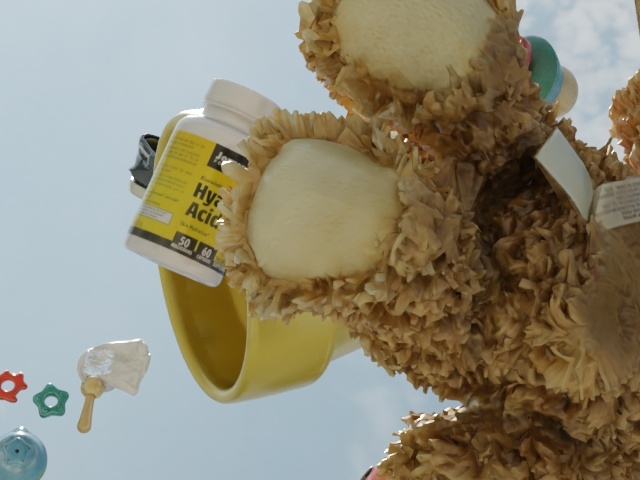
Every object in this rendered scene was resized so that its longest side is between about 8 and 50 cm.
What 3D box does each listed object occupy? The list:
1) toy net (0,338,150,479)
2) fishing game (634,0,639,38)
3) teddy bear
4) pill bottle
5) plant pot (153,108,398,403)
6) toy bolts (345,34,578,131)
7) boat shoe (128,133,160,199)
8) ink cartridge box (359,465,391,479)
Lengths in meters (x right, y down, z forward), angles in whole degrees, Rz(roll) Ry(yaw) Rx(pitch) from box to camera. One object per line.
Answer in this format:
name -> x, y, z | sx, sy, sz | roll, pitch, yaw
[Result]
toy net -> -0.309, 0.185, 1.495 | 0.122, 0.232, 0.045 | 47, -25, 13
fishing game -> 0.364, -0.313, 1.251 | 0.041, 0.264, 0.189 | 21, -21, 31
teddy bear -> 0.100, 0.021, 0.541 | 0.113, 0.338, 0.245 | -18, -119, 52
pill bottle -> -0.068, -0.036, 0.763 | 0.065, 0.065, 0.116 | 19, -97, 37
plant pot -> 0.000, 0.000, 1.118 | 0.254, 0.239, 0.254 | 172, -90, -66
toy bolts -> 0.165, -0.122, 1.338 | 0.218, 0.158, 0.228 | 44, -72, 44
boat shoe -> -0.141, -0.072, 1.486 | 0.254, 0.095, 0.079 | 23, -68, 51
ink cartridge box -> 0.165, 0.327, 1.218 | 0.309, 0.130, 0.272 | 3, -61, 33
